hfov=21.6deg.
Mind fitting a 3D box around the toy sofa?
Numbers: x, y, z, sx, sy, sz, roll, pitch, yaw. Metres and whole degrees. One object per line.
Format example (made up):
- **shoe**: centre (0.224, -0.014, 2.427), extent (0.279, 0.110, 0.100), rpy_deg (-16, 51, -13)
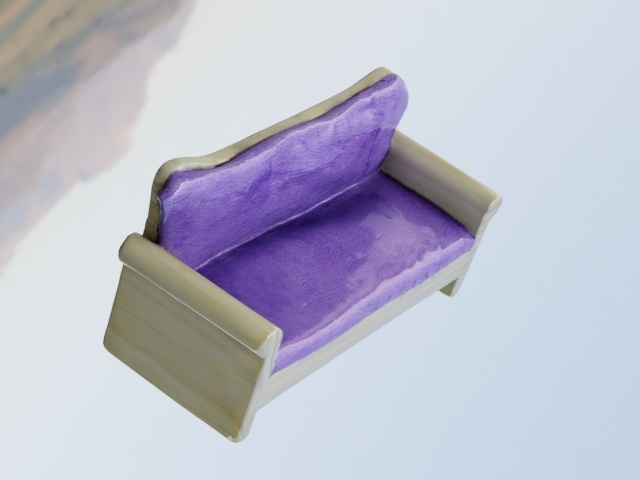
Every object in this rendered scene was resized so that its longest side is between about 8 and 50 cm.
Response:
- **toy sofa**: centre (0.000, 0.000, 1.397), extent (0.362, 0.150, 0.177), rpy_deg (-29, 146, -50)
